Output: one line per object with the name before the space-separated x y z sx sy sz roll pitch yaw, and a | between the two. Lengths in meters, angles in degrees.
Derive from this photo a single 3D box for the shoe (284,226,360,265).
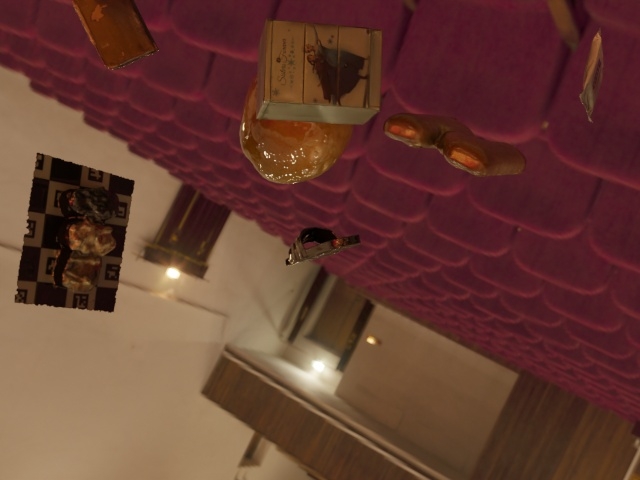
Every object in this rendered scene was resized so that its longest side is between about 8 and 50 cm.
shoe | 0.000 0.000 1.157 0.071 0.049 0.179 -12 175 -29

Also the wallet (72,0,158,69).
wallet | -0.339 -0.366 1.209 0.176 0.095 0.026 63 167 -3

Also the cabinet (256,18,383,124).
cabinet | -0.004 -0.297 1.352 0.206 0.145 0.150 2 176 -10

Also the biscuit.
biscuit | 0.279 -0.197 1.524 0.237 0.062 0.291 30 -159 26

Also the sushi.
sushi | -0.587 -0.008 1.903 0.100 0.372 0.296 2 172 40

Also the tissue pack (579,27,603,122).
tissue pack | 0.647 -0.389 1.791 0.026 0.193 0.122 8 158 28

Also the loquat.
loquat | -0.065 -0.273 1.762 0.276 0.284 0.276 30 -141 -28
